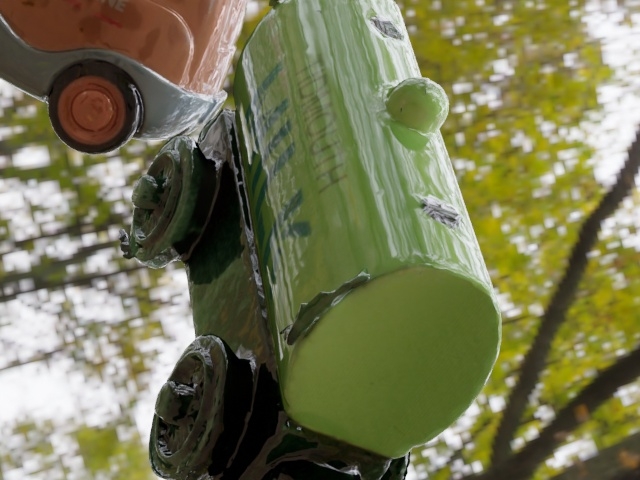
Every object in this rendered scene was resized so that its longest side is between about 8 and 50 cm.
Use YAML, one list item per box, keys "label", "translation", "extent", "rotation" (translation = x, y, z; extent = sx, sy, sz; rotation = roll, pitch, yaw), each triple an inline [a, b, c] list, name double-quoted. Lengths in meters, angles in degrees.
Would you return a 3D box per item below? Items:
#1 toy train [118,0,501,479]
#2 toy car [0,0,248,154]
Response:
- label: "toy train"
  translation: [0.000, 0.000, 0.668]
  extent: [0.157, 0.105, 0.253]
  rotation: [-55, -155, 27]
- label: "toy car"
  translation: [-0.174, -0.196, 1.254]
  extent: [0.270, 0.180, 0.212]
  rotation: [26, -79, 0]
